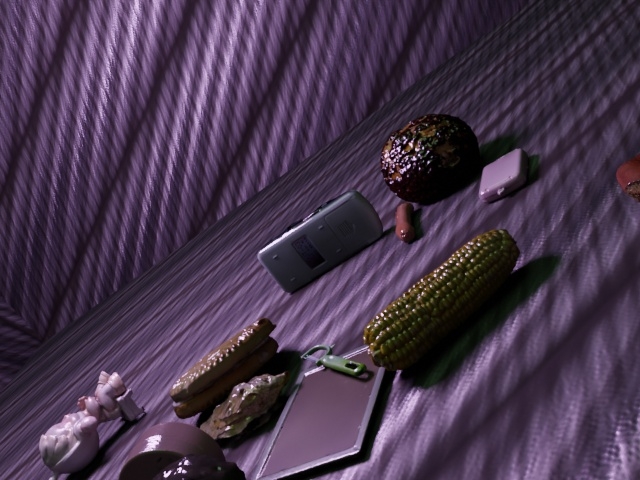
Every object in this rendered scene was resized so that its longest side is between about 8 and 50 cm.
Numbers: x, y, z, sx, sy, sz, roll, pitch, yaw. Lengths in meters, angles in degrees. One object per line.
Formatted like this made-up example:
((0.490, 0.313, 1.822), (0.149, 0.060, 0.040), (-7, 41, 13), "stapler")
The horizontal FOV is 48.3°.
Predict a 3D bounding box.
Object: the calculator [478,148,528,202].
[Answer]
((0.370, -0.132, 1.441), (0.100, 0.032, 0.175), (-29, 17, 29), "calculator")

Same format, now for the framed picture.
((0.012, 0.259, 1.098), (0.217, 0.017, 0.274), (-28, 17, 32), "framed picture")

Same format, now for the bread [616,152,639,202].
((0.478, -0.087, 0.984), (0.119, 0.067, 0.192), (-23, 19, 18), "bread")

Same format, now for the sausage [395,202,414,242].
((0.187, -0.042, 1.577), (0.043, 0.043, 0.186), (-32, 15, 17), "sausage")

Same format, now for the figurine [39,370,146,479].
((-0.537, 0.434, 1.627), (0.182, 0.144, 0.257), (12, 45, 44), "figurine")

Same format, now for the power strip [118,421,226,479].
((-0.219, 0.357, 1.075), (0.154, 0.154, 0.078), (-32, 12, 18), "power strip")

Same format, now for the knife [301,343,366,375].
((0.029, 0.197, 1.188), (0.054, 0.015, 0.212), (-34, 12, -20), "knife")

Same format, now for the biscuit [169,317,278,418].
((-0.185, 0.246, 1.386), (0.259, 0.079, 0.259), (-36, 0, 0), "biscuit")

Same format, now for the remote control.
((0.000, 0.000, 1.679), (0.296, 0.140, 0.056), (-33, 19, 16), "remote control")

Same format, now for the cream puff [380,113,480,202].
((0.249, -0.200, 1.671), (0.239, 0.165, 0.239), (-32, 14, 9), "cream puff")

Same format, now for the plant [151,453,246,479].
((-0.172, 0.390, 0.803), (0.188, 0.199, 0.276), (-37, 10, 24), "plant")

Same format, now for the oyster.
((-0.148, 0.295, 1.257), (0.209, 0.072, 0.133), (-25, 16, 45), "oyster")

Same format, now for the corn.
((0.184, 0.086, 1.073), (0.292, 0.101, 0.101), (-41, 15, -10), "corn")
